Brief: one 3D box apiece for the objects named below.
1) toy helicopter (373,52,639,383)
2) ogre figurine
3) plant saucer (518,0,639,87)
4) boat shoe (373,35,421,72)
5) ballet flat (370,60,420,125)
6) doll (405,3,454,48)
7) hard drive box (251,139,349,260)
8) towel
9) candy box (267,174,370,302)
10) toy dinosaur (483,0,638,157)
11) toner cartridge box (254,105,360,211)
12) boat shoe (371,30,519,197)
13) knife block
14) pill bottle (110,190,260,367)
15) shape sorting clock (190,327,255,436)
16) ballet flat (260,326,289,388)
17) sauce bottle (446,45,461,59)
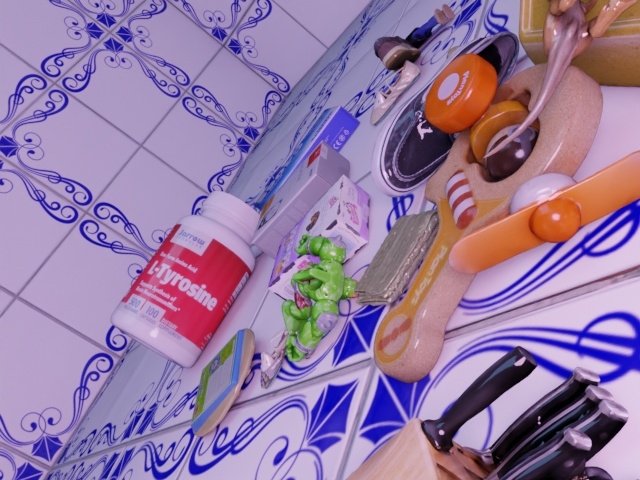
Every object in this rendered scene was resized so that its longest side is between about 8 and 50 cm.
[{"bbox_3d":[0.162,-0.009,0.555,0.355,0.140,0.235,-62,25,6],"label":"toy helicopter"},{"bbox_3d":[-0.006,0.073,0.827,0.118,0.097,0.197,-31,27,55],"label":"ogre figurine"},{"bbox_3d":[0.276,-0.308,0.510,0.333,0.081,0.332,-114,19,-71],"label":"plant saucer"},{"bbox_3d":[0.178,-0.444,1.314,0.080,0.073,0.223,-38,0,24],"label":"boat shoe"},{"bbox_3d":[0.161,-0.345,1.303,0.168,0.052,0.057,-48,17,18],"label":"ballet flat"},{"bbox_3d":[0.246,-0.511,1.407,0.129,0.046,0.189,-40,4,-34],"label":"doll"},{"bbox_3d":[-0.041,-0.088,1.268,0.232,0.089,0.181,-45,19,26],"label":"hard drive box"},{"bbox_3d":[0.104,0.024,0.752,0.148,0.027,0.110,-59,16,-14],"label":"towel"},{"bbox_3d":[0.000,0.000,1.007,0.196,0.070,0.164,-45,18,29],"label":"candy box"},{"bbox_3d":[0.213,-0.172,0.483,0.112,0.064,0.211,106,-174,-64],"label":"toy dinosaur"},{"bbox_3d":[-0.043,-0.206,1.537,0.347,0.075,0.165,-53,18,-2],"label":"toner cartridge box"},{"bbox_3d":[0.191,-0.191,0.832,0.301,0.108,0.102,-49,14,-10],"label":"boat shoe"},{"bbox_3d":[0.074,0.188,0.391,0.276,0.088,0.242,-25,31,59],"label":"knife block"},{"bbox_3d":[-0.309,0.087,1.390,0.407,0.229,0.229,-60,18,-20],"label":"pill bottle"},{"bbox_3d":[-0.174,0.255,1.013,0.206,0.040,0.206,-46,22,24],"label":"shape sorting clock"},{"bbox_3d":[-0.072,0.179,0.892,0.114,0.041,0.041,-56,17,-9],"label":"ballet flat"},{"bbox_3d":[0.264,-0.328,1.009,0.042,0.042,0.128,-49,19,14],"label":"sauce bottle"}]
